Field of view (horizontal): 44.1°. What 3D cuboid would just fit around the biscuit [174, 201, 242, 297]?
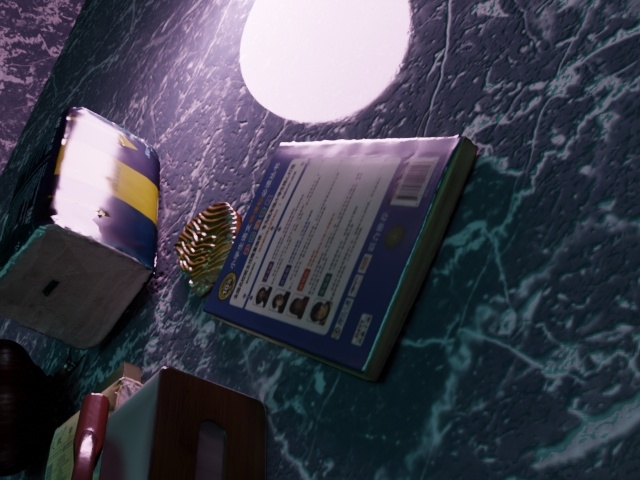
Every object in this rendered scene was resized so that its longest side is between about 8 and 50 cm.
[{"bbox_3d":[-0.198,0.015,1.334,0.229,0.031,0.176,-14,52,50],"label":"biscuit"}]

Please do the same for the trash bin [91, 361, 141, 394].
[{"bbox_3d":[-0.345,0.257,1.343,0.092,0.043,0.061,-43,35,21],"label":"trash bin"}]

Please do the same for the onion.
[{"bbox_3d":[-0.591,0.314,1.533,0.273,0.285,0.273,167,90,-68],"label":"onion"}]

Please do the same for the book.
[{"bbox_3d":[0.000,0.000,1.048,0.428,0.039,0.300,10,74,58],"label":"book"}]

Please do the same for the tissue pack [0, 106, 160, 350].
[{"bbox_3d":[-0.477,-0.036,1.566,0.264,0.253,0.416,-46,34,25],"label":"tissue pack"}]

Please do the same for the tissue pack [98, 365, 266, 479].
[{"bbox_3d":[-0.167,0.303,0.931,0.136,0.159,0.246,-40,37,34],"label":"tissue pack"}]

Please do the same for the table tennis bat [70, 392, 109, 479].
[{"bbox_3d":[-0.291,0.308,0.951,0.310,0.038,0.200,-100,22,-55],"label":"table tennis bat"}]

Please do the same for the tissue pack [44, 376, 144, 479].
[{"bbox_3d":[-0.342,0.339,1.221,0.222,0.090,0.186,-40,38,33],"label":"tissue pack"}]
